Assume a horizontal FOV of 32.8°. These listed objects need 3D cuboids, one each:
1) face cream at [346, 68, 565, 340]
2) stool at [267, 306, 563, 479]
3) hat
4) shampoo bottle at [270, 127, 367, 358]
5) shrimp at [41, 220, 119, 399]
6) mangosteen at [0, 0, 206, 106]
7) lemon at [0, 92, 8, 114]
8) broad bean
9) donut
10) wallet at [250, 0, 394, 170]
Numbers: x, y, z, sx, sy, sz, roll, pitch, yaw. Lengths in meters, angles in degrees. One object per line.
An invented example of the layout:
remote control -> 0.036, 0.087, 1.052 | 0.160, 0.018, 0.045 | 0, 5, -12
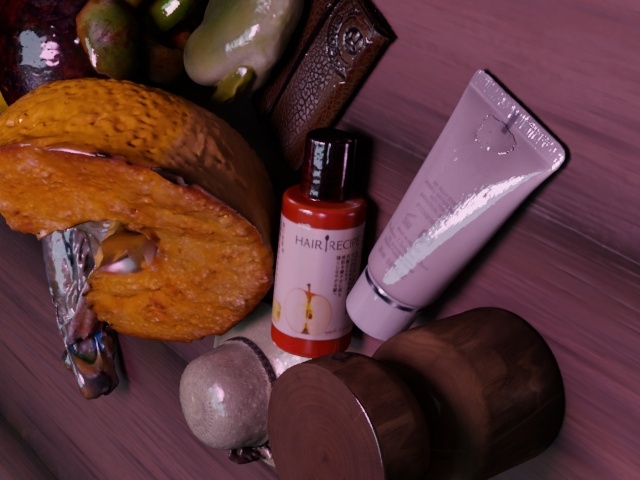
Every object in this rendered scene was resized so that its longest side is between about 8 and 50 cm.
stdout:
face cream -> 0.131, -0.021, 1.184 | 0.143, 0.089, 0.314 | 52, 128, 29
stool -> 0.101, 0.182, 1.128 | 0.179, 0.264, 0.179 | 17, 112, 47
hat -> -0.123, 0.216, 1.523 | 0.257, 0.130, 0.257 | 19, 115, 48
shampoo bottle -> 0.000, 0.000, 1.328 | 0.104, 0.104, 0.278 | 28, 121, 44
shrimp -> -0.385, 0.044, 1.832 | 0.221, 0.110, 0.445 | 3, 99, 42
mangosteen -> -0.304, -0.272, 1.491 | 0.311, 0.311, 0.311 | 18, 114, 47
lemon -> -0.500, -0.300, 1.804 | 0.173, 0.173, 0.206 | 28, 119, 44
broad bean -> -0.091, -0.273, 1.349 | 0.169, 0.100, 0.228 | 37, 114, 53
donut -> -0.224, -0.043, 1.403 | 0.378, 0.435, 0.163 | -5, 54, 26
wallet -> -0.008, -0.210, 1.332 | 0.243, 0.039, 0.133 | -52, 57, 42
